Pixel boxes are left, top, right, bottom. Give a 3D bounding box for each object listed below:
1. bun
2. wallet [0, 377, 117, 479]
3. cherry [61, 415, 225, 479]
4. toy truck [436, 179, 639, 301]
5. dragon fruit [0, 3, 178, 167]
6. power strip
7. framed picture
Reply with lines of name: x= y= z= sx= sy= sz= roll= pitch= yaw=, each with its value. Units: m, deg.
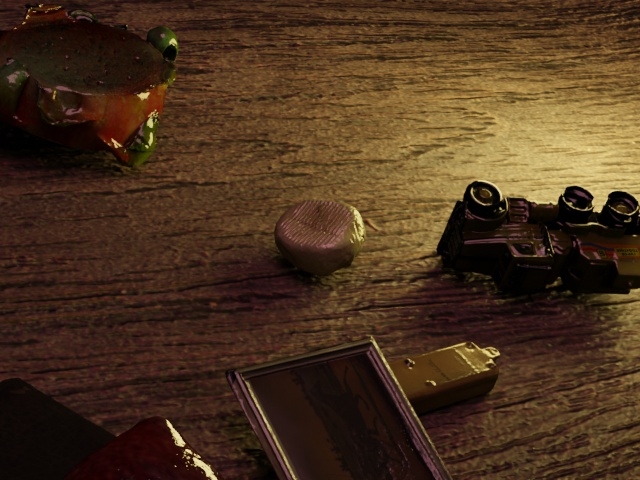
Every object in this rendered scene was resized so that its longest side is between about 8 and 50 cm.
bun: x=0.000 y=0.000 z=1.998 sx=0.115 sy=0.069 sz=0.115 roll=-6 pitch=41 yaw=6
wallet: x=-0.241 y=0.248 z=1.587 sx=0.321 sy=0.044 sz=0.170 roll=27 pitch=35 yaw=21
cherry: x=-0.157 y=0.299 z=1.355 sx=0.230 sy=0.300 sz=0.203 roll=10 pitch=-6 yaw=-33
toy truck: x=0.285 y=0.010 z=2.046 sx=0.257 sy=0.127 sz=0.127 roll=7 pitch=50 yaw=-10
dragon fruit: x=-0.319 y=-0.210 z=2.121 sx=0.295 sy=0.130 sz=0.268 roll=-12 pitch=43 yaw=-33
power strip: x=0.084 y=0.172 z=1.812 sx=0.305 sy=0.044 sz=0.064 roll=-12 pitch=43 yaw=-35
framed picture: x=0.034 y=0.219 z=1.695 sx=0.197 sy=0.014 sz=0.252 roll=-11 pitch=57 yaw=-31
